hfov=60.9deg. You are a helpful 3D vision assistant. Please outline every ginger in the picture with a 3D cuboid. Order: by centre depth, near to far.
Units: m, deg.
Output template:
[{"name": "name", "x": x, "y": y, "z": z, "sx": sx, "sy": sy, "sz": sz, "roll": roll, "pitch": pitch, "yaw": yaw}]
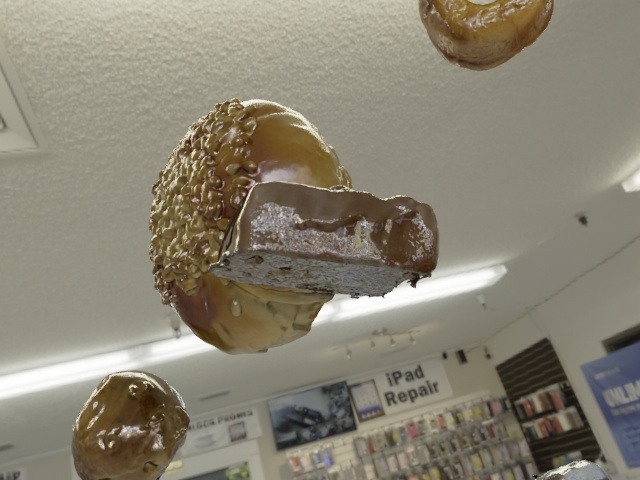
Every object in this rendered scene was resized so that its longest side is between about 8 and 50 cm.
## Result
[{"name": "ginger", "x": -0.360, "y": 0.358, "z": 1.065, "sx": 0.223, "sy": 0.200, "sz": 0.269, "roll": -59, "pitch": -1, "yaw": 12}]

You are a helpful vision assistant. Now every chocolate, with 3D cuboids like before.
[{"name": "chocolate", "x": 0.000, "y": 0.000, "z": 0.563, "sx": 0.214, "sy": 0.093, "sz": 0.148, "roll": 10, "pitch": -21, "yaw": -17}]

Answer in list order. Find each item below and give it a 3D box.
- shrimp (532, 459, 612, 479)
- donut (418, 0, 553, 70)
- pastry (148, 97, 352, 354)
[{"name": "shrimp", "x": 0.128, "y": 0.208, "z": 0.360, "sx": 0.165, "sy": 0.056, "sz": 0.065, "roll": -29, "pitch": -67, "yaw": -11}, {"name": "donut", "x": 0.273, "y": -0.406, "z": 0.910, "sx": 0.226, "sy": 0.227, "sz": 0.114, "roll": -24, "pitch": -16, "yaw": 14}, {"name": "pastry", "x": -0.128, "y": -0.023, "z": 0.866, "sx": 0.245, "sy": 0.410, "sz": 0.409, "roll": 8, "pitch": -34, "yaw": -39}]
